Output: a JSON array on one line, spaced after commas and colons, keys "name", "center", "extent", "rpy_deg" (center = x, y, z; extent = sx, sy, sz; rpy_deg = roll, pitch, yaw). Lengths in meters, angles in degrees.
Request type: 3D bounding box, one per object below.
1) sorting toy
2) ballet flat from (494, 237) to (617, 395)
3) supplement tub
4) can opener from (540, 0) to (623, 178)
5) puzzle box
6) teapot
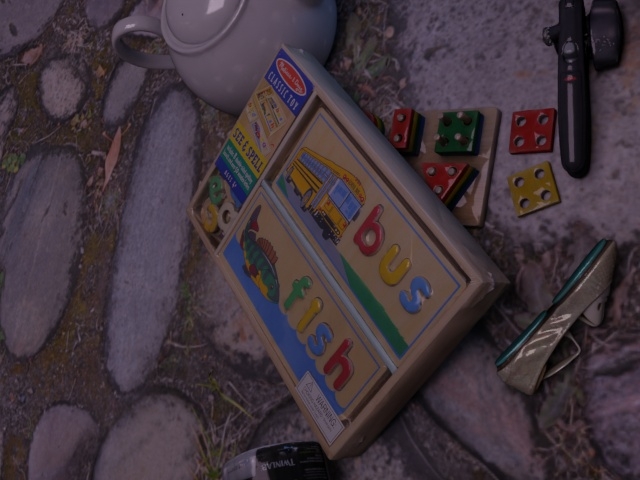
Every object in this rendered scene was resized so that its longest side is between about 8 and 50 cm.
[{"name": "sorting toy", "center": [0.127, -0.085, 0.854], "extent": [0.274, 0.046, 0.132], "rpy_deg": [5, 80, 38]}, {"name": "ballet flat", "center": [0.232, 0.075, 0.732], "extent": [0.052, 0.057, 0.168], "rpy_deg": [39, 107, 10]}, {"name": "supplement tub", "center": [-0.033, 0.315, 0.813], "extent": [0.117, 0.117, 0.191], "rpy_deg": [-27, 62, 29]}, {"name": "can opener", "center": [0.252, -0.154, 0.769], "extent": [0.073, 0.059, 0.186], "rpy_deg": [0, 77, 37]}, {"name": "puzzle box", "center": [0.000, 0.000, 0.888], "extent": [0.272, 0.052, 0.409], "rpy_deg": [-55, 51, 26]}, {"name": "teapot", "center": [-0.120, -0.291, 1.013], "extent": [0.252, 0.187, 0.256], "rpy_deg": [40, 103, 38]}]
